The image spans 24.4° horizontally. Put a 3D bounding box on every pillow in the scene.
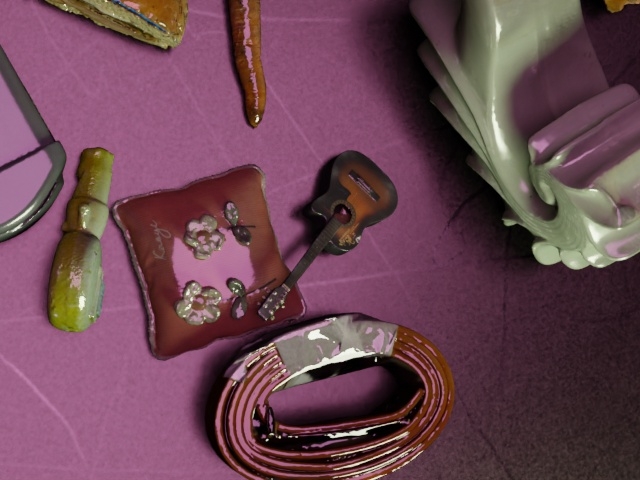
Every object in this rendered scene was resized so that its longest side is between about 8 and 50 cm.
[{"bbox_3d":[-0.117,0.021,1.566,0.171,0.075,0.179,-17,89,-8],"label":"pillow"}]

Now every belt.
[{"bbox_3d":[0.009,0.171,1.578,0.261,0.105,0.184,-6,88,-13],"label":"belt"}]

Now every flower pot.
[{"bbox_3d":[0.235,-0.149,1.566,0.164,0.254,0.368,-33,94,-12],"label":"flower pot"}]

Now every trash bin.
[{"bbox_3d":[-0.368,-0.107,1.502,0.176,0.101,0.236,-27,92,-11],"label":"trash bin"}]

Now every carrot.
[{"bbox_3d":[-0.078,-0.204,1.605,0.035,0.035,0.165,-5,92,-14],"label":"carrot"}]

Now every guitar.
[{"bbox_3d":[0.000,0.000,1.582,0.088,0.025,0.233,44,60,-11],"label":"guitar"}]

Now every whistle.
[{"bbox_3d":[-0.241,-0.001,1.533,0.057,0.104,0.198,10,71,-1],"label":"whistle"}]

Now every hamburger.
[{"bbox_3d":[-0.213,-0.279,1.547,0.176,0.087,0.102,21,85,-10],"label":"hamburger"}]

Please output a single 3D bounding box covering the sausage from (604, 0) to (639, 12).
[{"bbox_3d":[0.306,-0.391,1.670,0.109,0.109,0.271,-27,95,-13],"label":"sausage"}]
